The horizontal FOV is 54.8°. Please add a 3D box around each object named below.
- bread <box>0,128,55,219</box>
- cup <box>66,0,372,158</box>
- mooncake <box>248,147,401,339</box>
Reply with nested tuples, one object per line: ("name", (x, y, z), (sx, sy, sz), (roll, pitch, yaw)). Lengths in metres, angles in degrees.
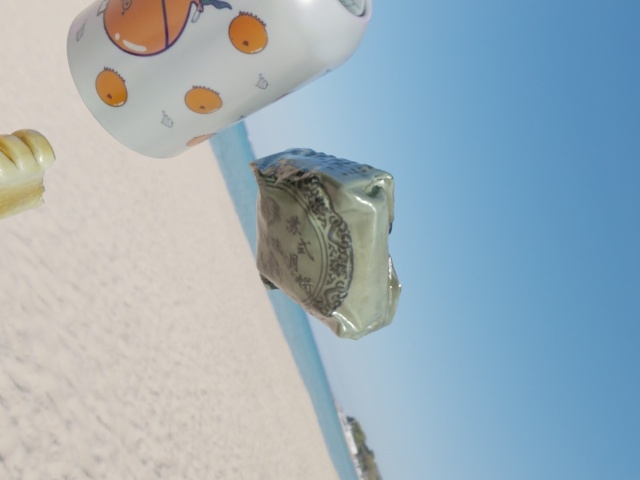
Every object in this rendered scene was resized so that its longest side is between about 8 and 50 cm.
("bread", (-0.421, -0.082, 0.797), (0.084, 0.119, 0.177), (44, 35, 5))
("cup", (-0.110, -0.252, 0.729), (0.212, 0.317, 0.212), (36, 44, -45))
("mooncake", (-0.005, 0.001, 0.906), (0.254, 0.136, 0.250), (26, -53, 47))
